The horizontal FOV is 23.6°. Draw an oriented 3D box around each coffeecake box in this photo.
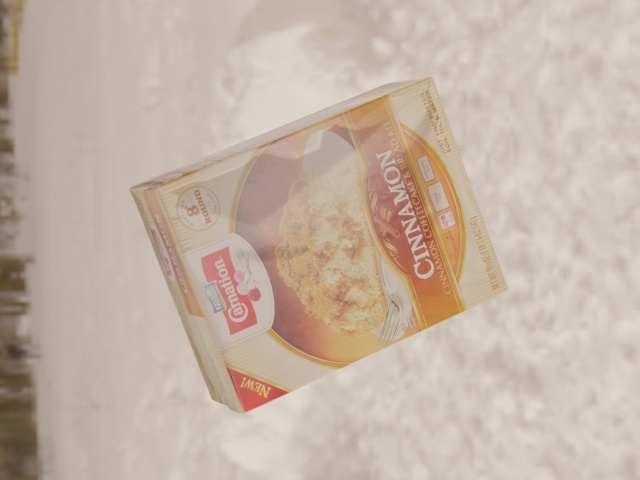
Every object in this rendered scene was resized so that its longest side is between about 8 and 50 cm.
[{"bbox_3d":[0.000,0.000,0.925,0.068,0.185,0.142,5,117,69],"label":"coffeecake box"}]
